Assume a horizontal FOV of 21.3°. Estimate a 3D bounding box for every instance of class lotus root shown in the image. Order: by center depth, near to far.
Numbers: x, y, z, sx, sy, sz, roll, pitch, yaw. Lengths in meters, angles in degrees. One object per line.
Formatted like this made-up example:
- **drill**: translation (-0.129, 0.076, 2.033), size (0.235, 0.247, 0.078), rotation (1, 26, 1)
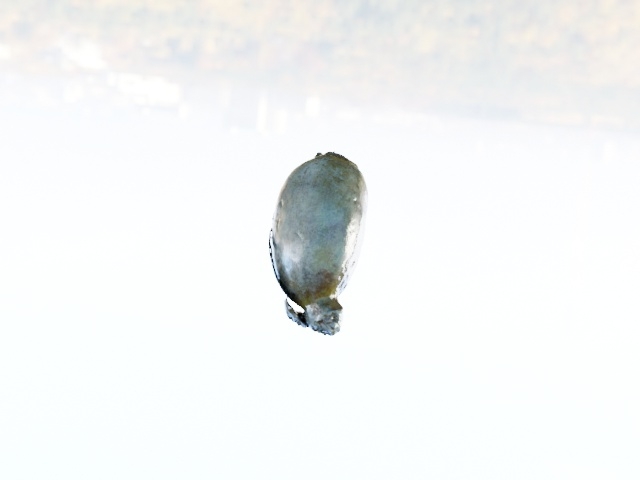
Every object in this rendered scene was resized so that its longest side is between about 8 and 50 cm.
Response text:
- **lotus root**: translation (-0.003, -0.001, 1.447), size (0.088, 0.165, 0.088), rotation (8, 165, 2)
